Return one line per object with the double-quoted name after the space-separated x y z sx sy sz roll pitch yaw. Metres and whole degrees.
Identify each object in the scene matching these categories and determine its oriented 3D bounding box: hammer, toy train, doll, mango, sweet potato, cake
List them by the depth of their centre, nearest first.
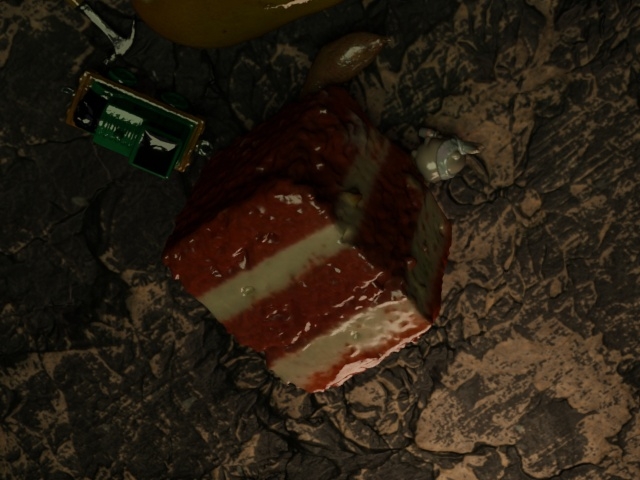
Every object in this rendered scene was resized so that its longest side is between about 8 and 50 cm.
-0.095 -0.362 1.680 0.317 0.173 0.211 -11 119 0 "mango"
0.000 0.000 1.770 0.270 0.269 0.319 -30 114 34 "cake"
-0.336 -0.334 1.784 0.078 0.021 0.201 -44 104 8 "hammer"
0.009 -0.233 1.797 0.068 0.068 0.226 39 126 -15 "sweet potato"
-0.260 -0.162 1.805 0.228 0.136 0.091 23 116 -10 "toy train"
0.167 -0.126 1.834 0.127 0.073 0.084 -21 84 20 "doll"
